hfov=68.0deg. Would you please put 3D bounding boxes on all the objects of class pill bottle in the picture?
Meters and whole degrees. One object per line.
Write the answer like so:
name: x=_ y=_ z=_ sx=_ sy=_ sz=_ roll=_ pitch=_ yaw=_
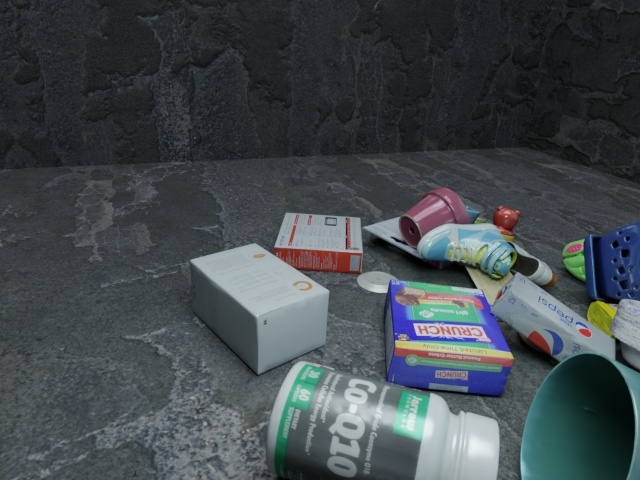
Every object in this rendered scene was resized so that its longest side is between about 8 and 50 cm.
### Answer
pill bottle: x=0.105 y=0.349 z=0.822 sx=0.361 sy=0.204 sz=0.204 roll=10 pitch=25 yaw=15

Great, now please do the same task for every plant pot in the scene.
plant pot: x=0.938 y=0.083 z=1.420 sx=0.236 sy=0.236 sz=0.212 roll=9 pitch=-14 yaw=-33
plant pot: x=0.384 y=-0.066 z=1.669 sx=0.180 sy=0.201 sz=0.201 roll=-24 pitch=33 yaw=-20
plant pot: x=0.511 y=0.363 z=0.770 sx=0.235 sy=0.293 sz=0.293 roll=22 pitch=25 yaw=0

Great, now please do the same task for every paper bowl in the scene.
paper bowl: x=0.858 y=0.258 z=1.143 sx=0.284 sy=0.148 sz=0.284 roll=13 pitch=9 yaw=-2

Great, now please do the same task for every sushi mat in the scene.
sushi mat: x=0.563 y=0.110 z=1.571 sx=0.151 sy=0.019 sz=0.317 roll=-1 pitch=36 yaw=-7

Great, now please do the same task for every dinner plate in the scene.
dinner plate: x=0.191 y=0.131 z=1.557 sx=0.141 sy=0.017 sz=0.141 roll=1 pitch=25 yaw=-1

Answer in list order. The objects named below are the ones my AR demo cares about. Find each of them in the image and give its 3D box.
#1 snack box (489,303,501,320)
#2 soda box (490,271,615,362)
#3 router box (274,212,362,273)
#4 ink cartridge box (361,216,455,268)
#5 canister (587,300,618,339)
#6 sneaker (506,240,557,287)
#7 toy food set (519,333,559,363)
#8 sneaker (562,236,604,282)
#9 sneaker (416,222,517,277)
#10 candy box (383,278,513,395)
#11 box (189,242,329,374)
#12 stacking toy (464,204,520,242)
snack box: x=0.503 y=0.211 z=1.406 sx=0.178 sy=0.022 sz=0.064 roll=5 pitch=24 yaw=5
soda box: x=0.576 y=0.213 z=1.180 sx=0.286 sy=0.091 sz=0.098 roll=36 pitch=40 yaw=9
router box: x=0.000 y=0.000 z=1.743 sx=0.301 sy=0.082 sz=0.335 roll=4 pitch=24 yaw=2
ink cartridge box: x=0.378 y=0.001 z=1.805 sx=0.330 sy=0.071 sz=0.324 roll=-17 pitch=33 yaw=-35
canister: x=0.876 y=0.231 z=1.348 sx=0.169 sy=0.073 sz=0.126 roll=4 pitch=23 yaw=-2
sneaker: x=0.701 y=0.093 z=1.643 sx=0.123 sy=0.106 sz=0.290 roll=30 pitch=12 yaw=-16
toy food set: x=0.606 y=0.264 z=1.294 sx=0.132 sy=0.039 sz=0.192 roll=-11 pitch=38 yaw=-18
sneaker: x=1.084 y=0.093 z=1.620 sx=0.482 sy=0.185 sz=0.202 roll=6 pitch=-7 yaw=16
sneaker: x=0.490 y=0.042 z=1.537 sx=0.318 sy=0.127 sz=0.208 roll=-10 pitch=37 yaw=-15
candy box: x=0.303 y=0.234 z=1.208 sx=0.268 sy=0.122 sz=0.317 roll=6 pitch=25 yaw=3
box: x=-0.170 y=0.161 z=1.256 sx=0.215 sy=0.168 sz=0.345 roll=-15 pitch=29 yaw=-36
stacking toy: x=0.623 y=-0.111 z=1.925 sx=0.308 sy=0.130 sz=0.279 roll=13 pitch=16 yaw=-11
